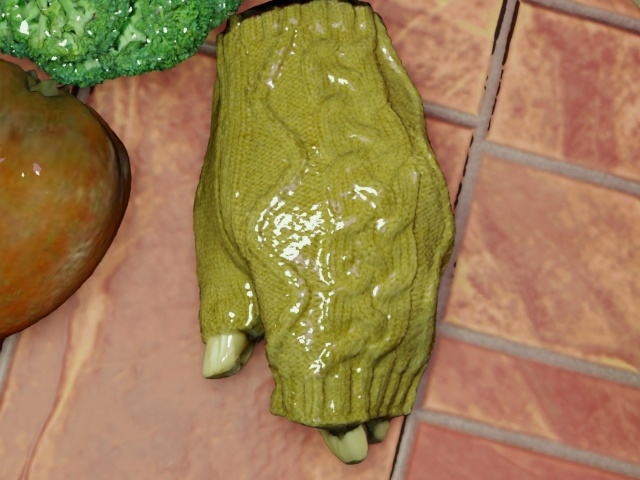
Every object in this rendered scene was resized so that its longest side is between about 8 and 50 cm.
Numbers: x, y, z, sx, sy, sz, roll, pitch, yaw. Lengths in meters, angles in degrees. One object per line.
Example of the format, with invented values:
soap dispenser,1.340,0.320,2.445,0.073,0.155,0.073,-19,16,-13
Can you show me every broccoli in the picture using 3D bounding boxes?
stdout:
broccoli,-0.174,-0.247,1.150,0.270,0.270,0.270,-15,56,23

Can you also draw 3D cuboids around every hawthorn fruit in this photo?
hawthorn fruit,-0.255,-0.009,1.139,0.199,0.199,0.251,27,91,-1

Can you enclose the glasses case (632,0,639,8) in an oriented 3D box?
glasses case,0.274,-0.249,1.299,0.083,0.050,0.196,-43,87,-14

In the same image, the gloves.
gloves,0.000,-0.010,1.174,0.203,0.155,0.356,-7,85,-4
